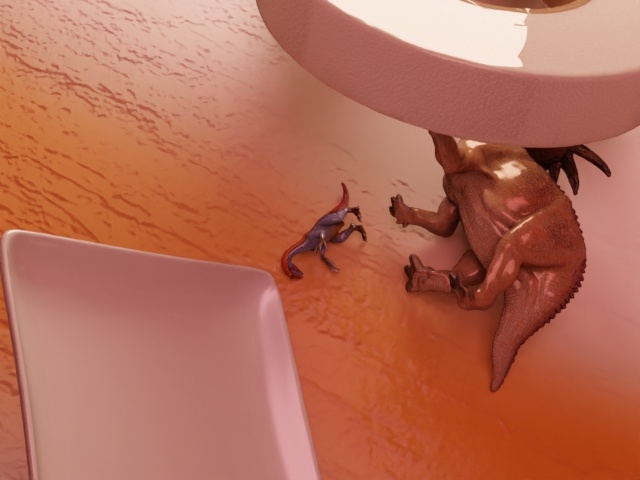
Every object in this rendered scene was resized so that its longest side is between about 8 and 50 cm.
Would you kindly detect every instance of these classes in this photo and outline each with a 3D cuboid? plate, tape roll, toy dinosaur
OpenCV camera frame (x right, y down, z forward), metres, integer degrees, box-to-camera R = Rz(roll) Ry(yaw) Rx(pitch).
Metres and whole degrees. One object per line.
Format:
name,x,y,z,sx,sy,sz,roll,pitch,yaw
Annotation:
plate,-0.109,0.142,0.710,0.278,0.045,0.277,11,58,-50
tape roll,0.137,-0.226,0.863,0.392,0.072,0.392,7,42,-6
toy dinosaur,0.177,-0.028,0.851,0.201,0.127,0.295,-7,75,-18
toy dinosaur,0.000,0.000,0.866,0.082,0.047,0.090,-18,39,-5
